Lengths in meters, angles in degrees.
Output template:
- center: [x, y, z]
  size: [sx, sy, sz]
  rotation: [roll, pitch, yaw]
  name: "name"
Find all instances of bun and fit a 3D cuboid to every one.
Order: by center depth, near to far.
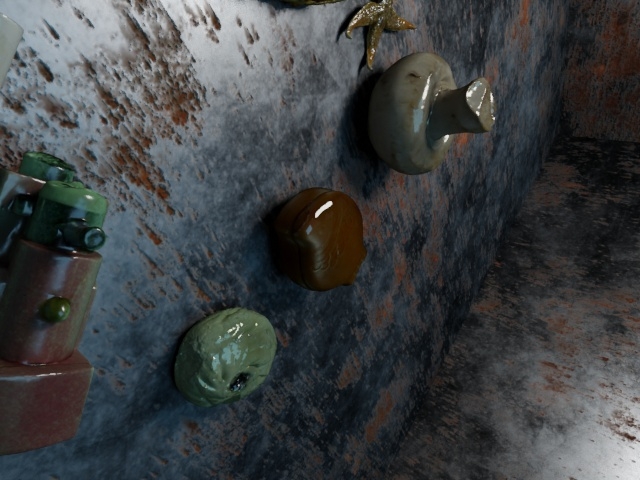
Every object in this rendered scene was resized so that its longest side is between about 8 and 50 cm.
- center: [-0.171, 0.234, 0.854]
  size: [0.221, 0.108, 0.221]
  rotation: [-26, 123, -46]
  name: "bun"

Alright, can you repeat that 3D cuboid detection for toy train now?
- center: [-0.323, 0.055, 0.476]
  size: [0.150, 0.222, 0.304]
  rotation: [17, 90, -53]
  name: "toy train"

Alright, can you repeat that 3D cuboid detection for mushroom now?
- center: [0.271, -0.300, 1.064]
  size: [0.298, 0.290, 0.297]
  rotation: [-24, 122, -46]
  name: "mushroom"

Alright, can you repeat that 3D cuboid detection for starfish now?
- center: [0.137, -0.501, 1.014]
  size: [0.247, 0.050, 0.138]
  rotation: [-47, 139, -21]
  name: "starfish"

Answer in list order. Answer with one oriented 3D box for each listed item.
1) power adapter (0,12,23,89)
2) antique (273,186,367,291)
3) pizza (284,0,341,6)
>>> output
- center: [-0.363, -0.202, 0.393]
  size: [0.130, 0.125, 0.204]
  rotation: [21, 88, -54]
  name: "power adapter"
- center: [0.000, 0.000, 0.967]
  size: [0.278, 0.129, 0.223]
  rotation: [38, 73, -53]
  name: "antique"
- center: [-0.028, -0.455, 0.716]
  size: [0.306, 0.161, 0.085]
  rotation: [-11, 81, -45]
  name: "pizza"
